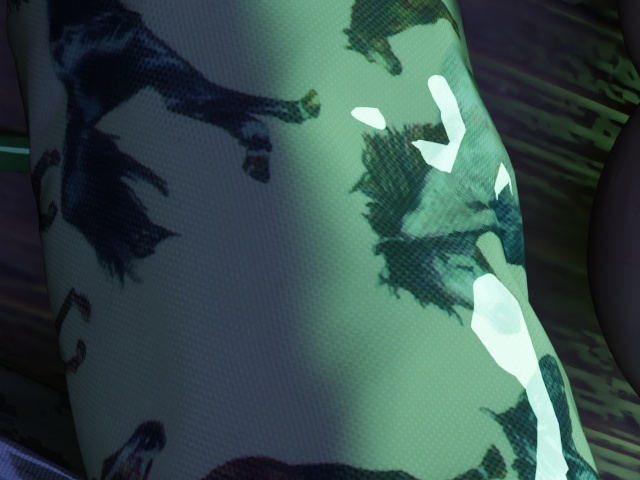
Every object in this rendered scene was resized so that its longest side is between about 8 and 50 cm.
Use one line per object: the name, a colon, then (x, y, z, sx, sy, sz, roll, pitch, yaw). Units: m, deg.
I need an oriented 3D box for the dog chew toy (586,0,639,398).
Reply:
dog chew toy: (0.204, -0.079, 0.723, 0.207, 0.206, 0.331, -4, 95, -13)

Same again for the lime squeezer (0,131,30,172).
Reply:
lime squeezer: (0.000, 0.012, 0.761, 0.310, 0.059, 0.110, 35, 91, -19)

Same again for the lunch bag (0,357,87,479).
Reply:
lunch bag: (-0.140, 0.166, 0.700, 0.287, 0.169, 0.235, 28, 94, -13)

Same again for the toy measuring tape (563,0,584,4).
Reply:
toy measuring tape: (0.036, -0.240, 0.707, 0.121, 0.121, 0.330, -28, 128, -7)

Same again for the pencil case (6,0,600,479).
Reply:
pencil case: (0.000, 0.000, 0.612, 0.183, 0.160, 0.410, 7, 61, -44)
